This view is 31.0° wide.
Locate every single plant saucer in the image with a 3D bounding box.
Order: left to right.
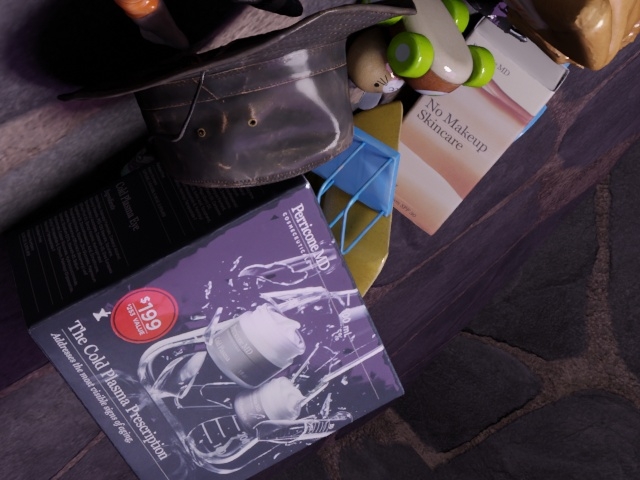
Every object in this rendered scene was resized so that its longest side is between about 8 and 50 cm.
[{"bbox_3d":[0.000,0.000,1.619,0.333,0.081,0.333,-80,-164,-45],"label":"plant saucer"}]

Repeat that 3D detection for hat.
[{"bbox_3d":[-0.061,-0.120,1.051,0.331,0.134,0.331,-15,-171,2],"label":"hat"}]

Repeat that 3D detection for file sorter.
[{"bbox_3d":[-0.005,-0.080,1.410,0.104,0.170,0.118,-47,159,-28],"label":"file sorter"}]

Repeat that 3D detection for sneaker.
[{"bbox_3d":[-0.173,-0.091,1.304,0.069,0.038,0.098,-49,162,27],"label":"sneaker"}]

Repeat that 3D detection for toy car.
[{"bbox_3d":[0.087,-0.212,1.424,0.155,0.149,0.188,-1,150,-47],"label":"toy car"}]

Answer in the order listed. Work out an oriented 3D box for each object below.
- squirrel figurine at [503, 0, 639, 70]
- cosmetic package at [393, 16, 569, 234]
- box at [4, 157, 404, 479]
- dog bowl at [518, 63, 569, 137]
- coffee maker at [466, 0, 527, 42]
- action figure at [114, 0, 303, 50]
[{"bbox_3d":[0.352,-0.376,1.250,0.370,0.281,0.397,-45,153,7],"label":"squirrel figurine"},{"bbox_3d":[0.208,-0.171,1.701,0.296,0.153,0.129,-53,178,31],"label":"cosmetic package"},{"bbox_3d":[-0.120,0.085,1.279,0.312,0.179,0.343,-29,130,-4],"label":"box"},{"bbox_3d":[0.338,-0.265,1.926,0.166,0.074,0.297,-26,157,-42],"label":"dog bowl"},{"bbox_3d":[0.261,-0.357,1.446,0.178,0.120,0.171,-48,161,21],"label":"coffee maker"},{"bbox_3d":[-0.088,-0.268,0.825,0.341,0.178,0.330,-41,174,13],"label":"action figure"}]
